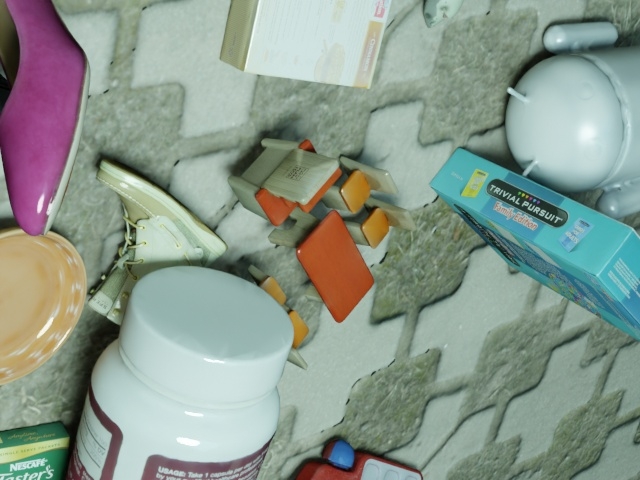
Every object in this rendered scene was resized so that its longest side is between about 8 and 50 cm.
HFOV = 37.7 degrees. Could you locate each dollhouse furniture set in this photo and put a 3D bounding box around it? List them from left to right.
[{"bbox_3d":[0.000,0.000,1.183,0.262,0.135,0.259,-50,135,-21],"label":"dollhouse furniture set"}]

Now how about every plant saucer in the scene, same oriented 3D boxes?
[{"bbox_3d":[-0.358,0.072,1.057,0.200,0.037,0.200,-31,136,-35],"label":"plant saucer"}]

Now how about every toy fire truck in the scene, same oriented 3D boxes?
[{"bbox_3d":[0.034,0.452,1.478,0.302,0.169,0.254,29,70,-40],"label":"toy fire truck"}]

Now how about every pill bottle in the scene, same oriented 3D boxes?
[{"bbox_3d":[-0.177,0.242,1.114,0.224,0.224,0.392,1,121,-35],"label":"pill bottle"}]

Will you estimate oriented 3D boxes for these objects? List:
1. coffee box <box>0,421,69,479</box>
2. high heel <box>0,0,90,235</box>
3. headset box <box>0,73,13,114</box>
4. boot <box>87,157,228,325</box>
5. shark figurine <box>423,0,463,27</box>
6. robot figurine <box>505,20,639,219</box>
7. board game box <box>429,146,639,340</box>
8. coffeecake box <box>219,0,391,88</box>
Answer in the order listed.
[{"bbox_3d":[-0.383,0.324,1.186,0.113,0.040,0.184,-2,113,-34],"label":"coffee box"},{"bbox_3d":[-0.301,-0.179,0.832,0.181,0.377,0.127,7,147,-22],"label":"high heel"},{"bbox_3d":[-0.454,-0.082,0.881,0.283,0.131,0.246,14,103,-38],"label":"headset box"},{"bbox_3d":[-0.225,0.014,1.117,0.165,0.077,0.213,-50,137,-3],"label":"boot"},{"bbox_3d":[0.227,-0.414,1.208,0.278,0.116,0.166,-38,162,-3],"label":"shark figurine"},{"bbox_3d":[0.419,-0.180,1.380,0.353,0.199,0.300,-12,80,-29],"label":"robot figurine"},{"bbox_3d":[0.344,0.011,1.335,0.079,0.336,0.253,-52,130,-1],"label":"board game box"},{"bbox_3d":[-0.013,-0.268,1.129,0.185,0.068,0.142,1,111,-35],"label":"coffeecake box"}]
